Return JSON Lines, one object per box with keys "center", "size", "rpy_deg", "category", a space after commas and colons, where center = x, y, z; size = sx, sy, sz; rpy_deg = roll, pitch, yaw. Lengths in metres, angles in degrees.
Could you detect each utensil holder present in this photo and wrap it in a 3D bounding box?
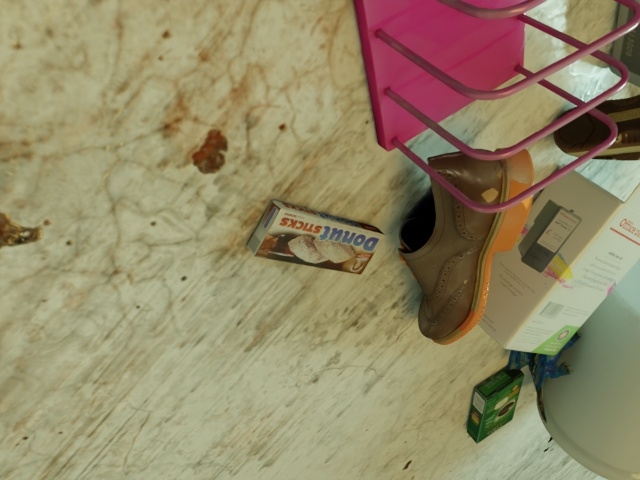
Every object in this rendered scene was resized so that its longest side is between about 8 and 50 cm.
{"center": [0.668, 0.256, 1.273], "size": [0.328, 0.327, 0.385], "rpy_deg": [-16, 131, -29], "category": "utensil holder"}

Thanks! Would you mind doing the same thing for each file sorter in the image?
{"center": [0.166, -0.202, 0.555], "size": [0.202, 0.182, 0.290], "rpy_deg": [-32, 139, -13], "category": "file sorter"}

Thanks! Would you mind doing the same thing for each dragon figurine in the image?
{"center": [0.435, 0.237, 1.227], "size": [0.144, 0.085, 0.289], "rpy_deg": [-6, 118, -37], "category": "dragon figurine"}

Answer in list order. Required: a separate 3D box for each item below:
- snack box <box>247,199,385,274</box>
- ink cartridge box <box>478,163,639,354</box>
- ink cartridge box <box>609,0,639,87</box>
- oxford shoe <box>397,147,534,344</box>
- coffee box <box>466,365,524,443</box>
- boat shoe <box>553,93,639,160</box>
{"center": [0.000, 0.000, 0.723], "size": [0.178, 0.022, 0.064], "rpy_deg": [12, 115, -44], "category": "snack box"}
{"center": [0.410, 0.014, 0.997], "size": [0.207, 0.119, 0.353], "rpy_deg": [16, 115, -45], "category": "ink cartridge box"}
{"center": [0.544, -0.407, 0.758], "size": [0.385, 0.091, 0.308], "rpy_deg": [-32, 140, -11], "category": "ink cartridge box"}
{"center": [0.163, 0.016, 0.827], "size": [0.133, 0.130, 0.363], "rpy_deg": [4, 137, -2], "category": "oxford shoe"}
{"center": [0.378, 0.357, 1.337], "size": [0.113, 0.040, 0.184], "rpy_deg": [-27, 138, -20], "category": "coffee box"}
{"center": [0.451, -0.151, 0.811], "size": [0.095, 0.257, 0.095], "rpy_deg": [17, 80, -50], "category": "boat shoe"}
